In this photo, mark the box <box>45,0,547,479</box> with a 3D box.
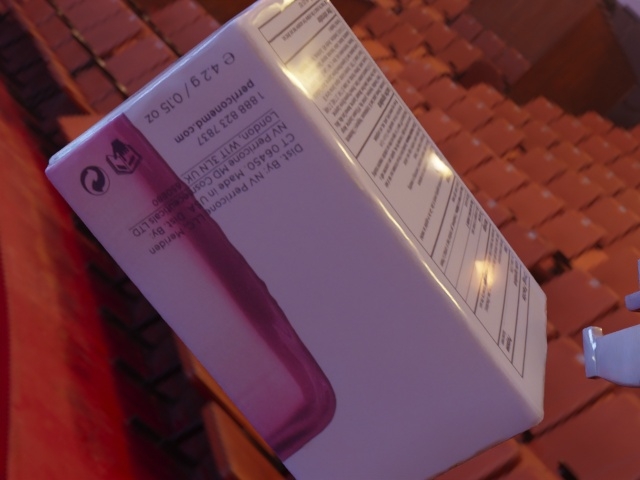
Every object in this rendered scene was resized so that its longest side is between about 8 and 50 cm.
[{"bbox_3d":[0.000,0.000,0.568,0.232,0.127,0.148,53,22,-10],"label":"box"}]

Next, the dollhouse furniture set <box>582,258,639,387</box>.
[{"bbox_3d":[0.287,0.128,0.774,0.303,0.174,0.355,9,-20,-24],"label":"dollhouse furniture set"}]
